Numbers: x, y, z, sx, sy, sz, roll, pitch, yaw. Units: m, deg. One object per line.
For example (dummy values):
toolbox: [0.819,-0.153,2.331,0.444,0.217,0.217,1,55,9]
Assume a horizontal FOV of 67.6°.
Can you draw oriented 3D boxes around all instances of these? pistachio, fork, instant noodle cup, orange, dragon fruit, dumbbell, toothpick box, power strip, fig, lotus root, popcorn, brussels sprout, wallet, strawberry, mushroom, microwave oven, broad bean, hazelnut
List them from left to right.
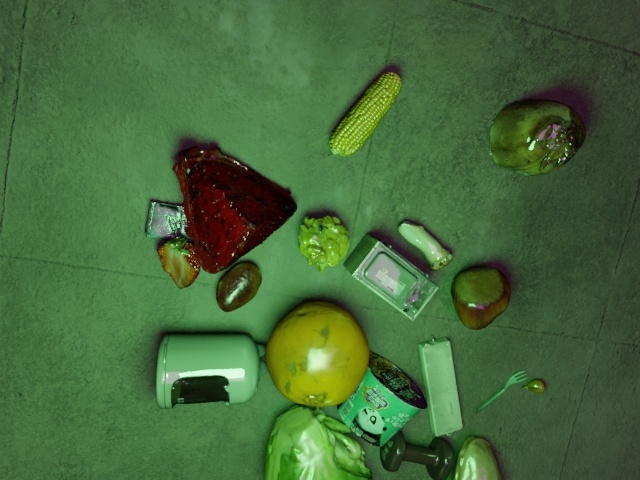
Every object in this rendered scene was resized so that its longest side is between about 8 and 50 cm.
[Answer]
wallet: [-0.424,-0.050,1.408,0.165,0.030,0.111,10,100,-11]
strawberry: [-0.398,0.066,1.392,0.082,0.146,0.187,-34,147,-43]
toothpick box: [-0.312,0.370,1.412,0.315,0.229,0.229,1,98,-13]
dragon fruit: [-0.277,-0.102,1.391,0.329,0.286,0.228,43,122,7]
broad bean: [-0.247,0.140,1.446,0.165,0.084,0.114,-40,120,-9]
brussels sprout: [-0.020,0.706,1.475,0.314,0.276,0.372,-35,102,-8]
orange: [-0.008,0.332,1.408,0.311,0.312,0.313,-2,99,-11]
popcorn: [0.005,0.000,1.438,0.173,0.142,0.174,-3,103,-15]
instant noodle cup: [0.181,0.508,1.511,0.251,0.251,0.190,34,100,-14]
microwave oven: [0.215,0.107,1.473,0.240,0.194,0.145,37,89,-11]
dumbbell: [0.323,0.723,1.617,0.225,0.124,0.141,16,104,-13]
mushroom: [0.333,0.012,1.545,0.209,0.071,0.084,43,121,-11]
power strip: [0.413,0.497,1.644,0.105,0.043,0.368,-12,101,-9]
hazelnut: [0.512,0.181,1.556,0.186,0.210,0.210,40,90,10]
pistachio: [0.552,0.827,1.669,0.212,0.162,0.261,20,81,-33]
fork: [0.639,0.541,1.707,0.235,0.021,0.039,-35,99,-2]
fig: [0.761,0.525,1.715,0.083,0.050,0.050,-6,100,0]
lotus root: [0.697,-0.325,1.513,0.271,0.192,0.273,-4,105,-14]

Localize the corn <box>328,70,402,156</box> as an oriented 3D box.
corn: [0.134,-0.369,1.430,0.101,0.101,0.310,40,90,-14]
